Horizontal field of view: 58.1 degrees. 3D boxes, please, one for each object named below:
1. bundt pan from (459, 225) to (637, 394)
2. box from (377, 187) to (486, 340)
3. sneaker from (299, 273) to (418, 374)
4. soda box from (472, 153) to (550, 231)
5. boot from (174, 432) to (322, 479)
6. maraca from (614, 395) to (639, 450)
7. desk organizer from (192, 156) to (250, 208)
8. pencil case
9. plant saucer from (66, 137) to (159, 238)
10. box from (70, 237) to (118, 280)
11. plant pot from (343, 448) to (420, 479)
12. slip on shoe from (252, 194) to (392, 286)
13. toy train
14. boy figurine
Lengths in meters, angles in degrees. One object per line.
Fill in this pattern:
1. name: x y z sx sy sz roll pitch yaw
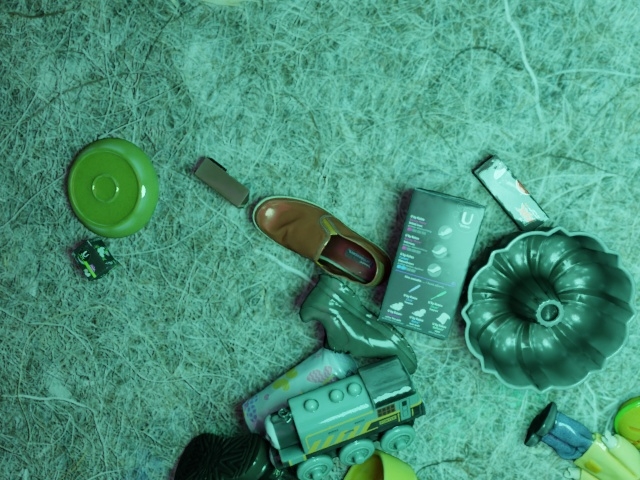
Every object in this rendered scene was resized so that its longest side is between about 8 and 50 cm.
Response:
1. bundt pan: 0.422 0.122 1.125 0.331 0.124 0.330 -1 103 -3
2. box: 0.223 0.040 1.160 0.143 0.165 0.270 16 99 10
3. sneaker: 0.077 0.198 1.212 0.286 0.109 0.130 40 84 -2
4. soda box: 0.385 -0.093 1.171 0.060 0.053 0.169 -40 87 12
5. boot: -0.152 0.555 1.303 0.348 0.131 0.260 -19 127 44
6. maraca: 0.666 0.375 1.140 0.186 0.099 0.127 37 121 -15
7. desk organizer: -0.215 -0.129 1.294 0.130 0.047 0.050 37 99 6
8. pencil case: -0.039 0.339 1.271 0.273 0.113 0.124 -35 114 12
9. plant saucer: -0.499 -0.122 1.357 0.241 0.037 0.240 1 96 11
10. box: -0.537 0.045 1.374 0.062 0.052 0.083 -36 87 13
11. plant pot: 0.172 0.599 1.199 0.239 0.254 0.254 26 100 -8
12. slip on shoe: 0.000 0.000 1.236 0.331 0.101 0.123 30 102 9
13. toy train: 0.050 0.350 1.143 0.334 0.142 0.190 -17 130 -7
14. boy figurine: 0.558 0.448 1.155 0.285 0.092 0.177 34 136 13
